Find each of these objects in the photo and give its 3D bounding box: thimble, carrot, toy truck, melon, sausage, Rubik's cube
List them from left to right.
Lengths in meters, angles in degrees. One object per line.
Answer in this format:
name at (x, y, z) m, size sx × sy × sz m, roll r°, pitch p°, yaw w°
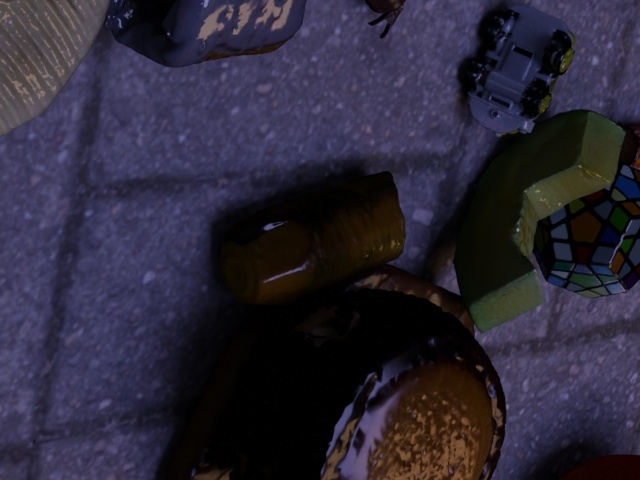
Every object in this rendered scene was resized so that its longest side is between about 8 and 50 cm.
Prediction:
thimble at (-0.078, -0.196, 1.269) m, size 0.118 × 0.127 × 0.151 m, roll -12°, pitch 118°, yaw -39°
carrot at (0.000, 0.000, 1.497) m, size 0.173 × 0.082 × 0.082 m, roll -20°, pitch 126°, yaw -33°
toy truck at (0.172, -0.140, 1.606) m, size 0.111 × 0.076 × 0.077 m, roll -65°, pitch 159°, yaw 6°
melon at (0.180, -0.021, 1.640) m, size 0.064 × 0.118 × 0.209 m, roll 43°, pitch 60°, yaw -43°
Rubik's cube at (0.251, -0.012, 1.719) m, size 0.133 × 0.133 × 0.112 m, roll -7°, pitch 145°, yaw -43°
sausage at (0.329, -0.088, 1.807) m, size 0.145 × 0.048 × 0.050 m, roll -3°, pitch 76°, yaw -46°

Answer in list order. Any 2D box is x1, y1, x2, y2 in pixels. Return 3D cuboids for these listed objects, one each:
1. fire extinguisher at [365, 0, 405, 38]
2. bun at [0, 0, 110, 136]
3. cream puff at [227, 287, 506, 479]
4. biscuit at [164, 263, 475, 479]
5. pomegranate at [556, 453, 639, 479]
fire extinguisher at (0.037, -0.213, 1.446) m, size 0.056 × 0.039 × 0.132 m, roll -45°, pitch 138°, yaw -4°
bun at (-0.231, -0.155, 1.152) m, size 0.222 × 0.127 × 0.222 m, roll -42°, pitch 156°, yaw -23°
cream puff at (0.028, 0.151, 1.480) m, size 0.239 × 0.165 × 0.239 m, roll -19°, pitch 120°, yaw -37°
biscuit at (0.008, 0.178, 1.632) m, size 0.359 × 0.046 × 0.359 m, roll -24°, pitch 128°, yaw -35°
pomegranate at (0.325, 0.328, 1.917) m, size 0.221 × 0.221 × 0.256 m, roll -57°, pitch 155°, yaw -4°
